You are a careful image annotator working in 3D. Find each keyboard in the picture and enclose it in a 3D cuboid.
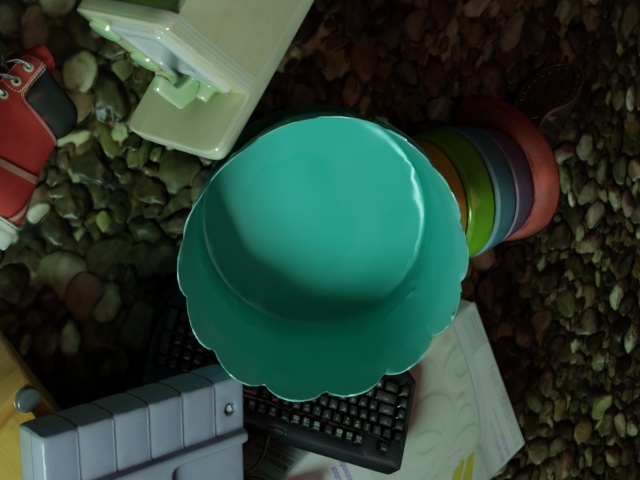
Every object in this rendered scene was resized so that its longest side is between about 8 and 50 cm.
[{"bbox_3d":[-0.047,0.188,1.438,0.317,0.033,0.202,20,75,-24],"label":"keyboard"}]

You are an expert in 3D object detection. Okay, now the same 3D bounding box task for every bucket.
[{"bbox_3d":[0.000,0.000,1.321,0.281,0.183,0.281,-1,105,-2],"label":"bucket"}]

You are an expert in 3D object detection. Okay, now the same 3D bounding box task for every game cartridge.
[{"bbox_3d":[-0.168,0.312,1.276,0.230,0.068,0.355,-17,113,-43],"label":"game cartridge"}]

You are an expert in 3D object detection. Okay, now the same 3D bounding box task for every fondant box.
[{"bbox_3d":[0.081,0.248,1.614,0.330,0.096,0.238,-39,124,-25],"label":"fondant box"}]

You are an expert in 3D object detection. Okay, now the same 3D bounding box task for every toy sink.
[{"bbox_3d":[-0.120,-0.216,1.262,0.131,0.152,0.234,36,79,-42],"label":"toy sink"}]

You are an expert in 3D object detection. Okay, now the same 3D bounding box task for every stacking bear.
[{"bbox_3d":[0.111,-0.045,1.522,0.289,0.164,0.175,-17,113,-33],"label":"stacking bear"}]

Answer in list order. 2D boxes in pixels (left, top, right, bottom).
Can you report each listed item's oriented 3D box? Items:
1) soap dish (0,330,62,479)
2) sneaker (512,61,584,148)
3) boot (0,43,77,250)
[{"bbox_3d":[-0.300,0.257,1.261,0.229,0.118,0.291,-46,128,-22],"label":"soap dish"},{"bbox_3d":[0.265,-0.137,1.696,0.192,0.064,0.086,-51,155,-34],"label":"sneaker"},{"bbox_3d":[-0.319,-0.119,1.161,0.244,0.088,0.176,38,76,-50],"label":"boot"}]
